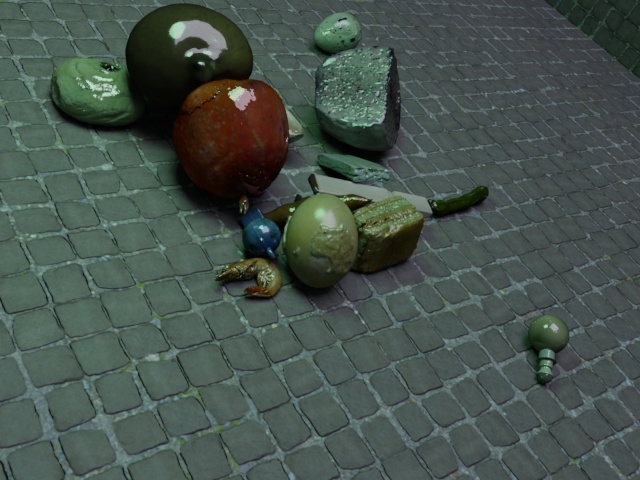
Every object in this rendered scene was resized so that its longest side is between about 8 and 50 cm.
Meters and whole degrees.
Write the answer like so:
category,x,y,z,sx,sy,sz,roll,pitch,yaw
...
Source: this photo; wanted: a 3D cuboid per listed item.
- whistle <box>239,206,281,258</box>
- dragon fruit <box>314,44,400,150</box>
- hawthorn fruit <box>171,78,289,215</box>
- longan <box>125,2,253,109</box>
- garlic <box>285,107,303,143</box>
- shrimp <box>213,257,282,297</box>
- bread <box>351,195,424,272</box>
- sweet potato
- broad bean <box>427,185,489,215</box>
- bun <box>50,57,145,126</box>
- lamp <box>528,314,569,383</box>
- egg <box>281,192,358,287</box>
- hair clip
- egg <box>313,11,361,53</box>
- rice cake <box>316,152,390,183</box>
category,x,y,z,sx,sy,sz,roll,pitch,yaw
whistle,-0.134,-0.020,1.579,0.090,0.090,0.158,-8,51,-35
dragon fruit,0.102,-0.370,2.018,0.221,0.204,0.282,1,64,10
hawthorn fruit,-0.190,-0.199,1.634,0.276,0.276,0.307,-4,77,-32
longan,-0.303,-0.424,1.707,0.300,0.243,0.300,-7,27,4
garlic,-0.182,-0.326,1.869,0.318,0.112,0.143,43,64,16
shrimp,-0.147,0.083,1.514,0.163,0.045,0.095,-10,73,-42
bread,0.138,-0.010,1.685,0.196,0.138,0.102,-17,46,-39
sweet potato,-0.018,-0.070,1.657,0.274,0.067,0.067,-12,46,2
broad bean,0.374,-0.106,1.980,0.256,0.052,0.052,-15,91,-40
bun,-0.519,-0.359,1.723,0.221,0.108,0.221,15,42,-14
lamp,0.510,0.248,1.659,0.091,0.091,0.163,23,56,-5
egg,0.004,0.000,1.562,0.164,0.164,0.201,8,83,-21
hair clip,0.109,-0.086,1.781,0.331,0.101,0.085,8,38,-24
egg,0.054,-0.657,2.343,0.164,0.131,0.131,-29,63,-30
rice cake,0.080,-0.186,1.854,0.124,0.038,0.211,1,17,-32
